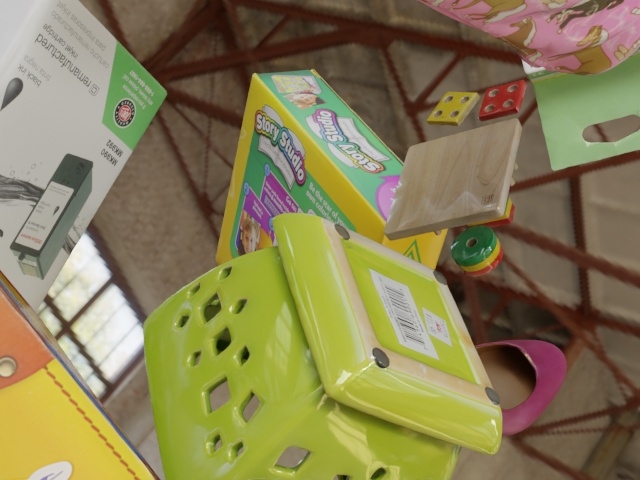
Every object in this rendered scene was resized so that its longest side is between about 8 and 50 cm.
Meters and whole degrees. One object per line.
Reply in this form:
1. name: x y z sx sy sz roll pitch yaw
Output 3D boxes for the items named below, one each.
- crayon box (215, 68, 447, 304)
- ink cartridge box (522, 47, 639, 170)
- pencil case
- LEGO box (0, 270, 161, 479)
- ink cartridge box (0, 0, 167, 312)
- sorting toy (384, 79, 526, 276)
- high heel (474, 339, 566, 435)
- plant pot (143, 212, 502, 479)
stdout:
1. crayon box: 0.000 0.000 1.444 0.363 0.106 0.313 52 -43 43
2. ink cartridge box: 0.336 -0.222 1.357 0.171 0.235 0.056 -14 -12 18
3. pencil case: 0.141 -0.244 0.875 0.167 0.160 0.386 -19 -17 37
4. LEGO box: -0.335 0.206 0.550 0.193 0.500 0.372 55 -14 -16
5. ink cartridge box: -0.290 -0.071 0.967 0.121 0.289 0.211 25 -9 25
6. sorting toy: 0.147 -0.059 1.155 0.132 0.275 0.046 -13 -48 33
7. high heel: 0.213 0.162 1.384 0.127 0.377 0.181 47 -46 25
8. plant pot: 0.007 0.120 0.941 0.227 0.207 0.228 25 32 -37
